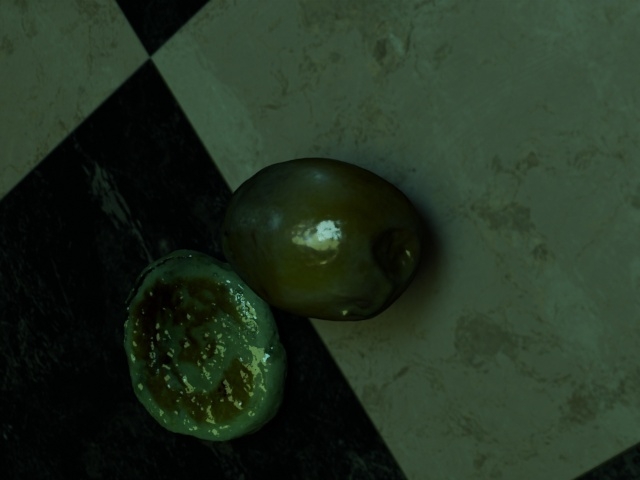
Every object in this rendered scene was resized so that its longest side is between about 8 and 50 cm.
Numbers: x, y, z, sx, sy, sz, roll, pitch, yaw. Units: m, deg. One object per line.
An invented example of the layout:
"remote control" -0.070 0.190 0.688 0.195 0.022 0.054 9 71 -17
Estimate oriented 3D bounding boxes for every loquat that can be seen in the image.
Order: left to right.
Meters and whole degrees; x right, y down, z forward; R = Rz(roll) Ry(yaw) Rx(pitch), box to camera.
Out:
"loquat" 0.000 0.000 1.591 0.227 0.179 0.179 9 105 42

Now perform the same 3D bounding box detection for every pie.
"pie" -0.142 0.127 1.783 0.240 0.054 0.241 6 101 32
